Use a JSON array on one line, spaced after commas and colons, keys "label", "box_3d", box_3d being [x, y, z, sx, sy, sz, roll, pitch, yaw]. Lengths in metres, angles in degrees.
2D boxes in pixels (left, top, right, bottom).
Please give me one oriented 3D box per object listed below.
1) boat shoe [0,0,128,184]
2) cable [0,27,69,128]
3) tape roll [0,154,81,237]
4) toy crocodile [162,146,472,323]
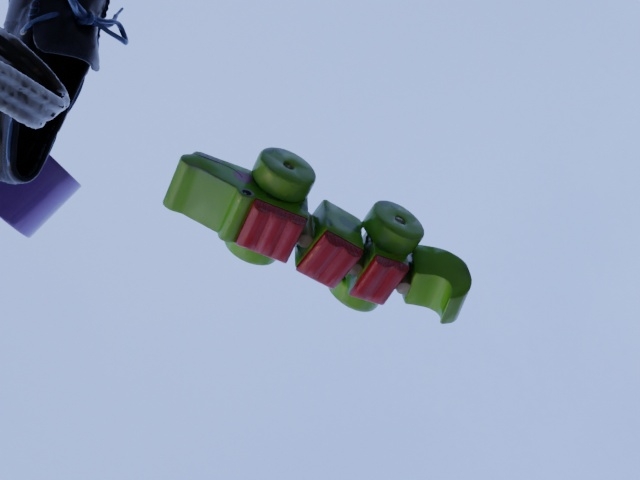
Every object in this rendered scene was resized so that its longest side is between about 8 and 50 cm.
[{"label": "boat shoe", "box_3d": [-0.221, -0.168, 0.842, 0.109, 0.089, 0.258, 7, -74, -48]}, {"label": "cable", "box_3d": [-0.189, -0.077, 0.456, 0.139, 0.287, 0.072, 36, -85, -22]}, {"label": "tape roll", "box_3d": [-0.344, -0.095, 1.001, 0.080, 0.189, 0.189, -46, -74, -7]}, {"label": "toy crocodile", "box_3d": [0.000, 0.000, 1.020, 0.340, 0.115, 0.105, 24, -151, -15]}]
